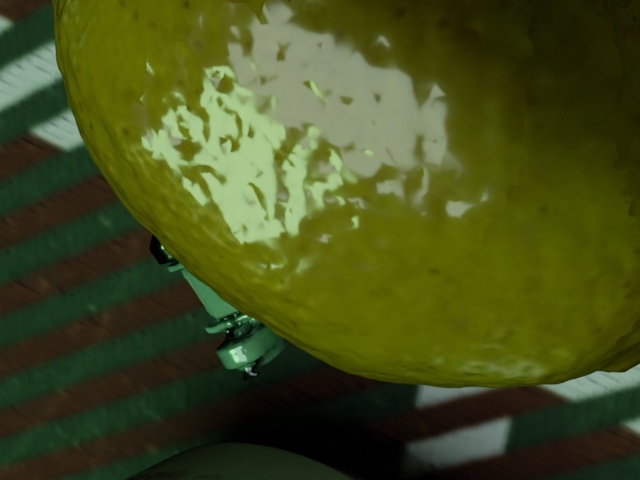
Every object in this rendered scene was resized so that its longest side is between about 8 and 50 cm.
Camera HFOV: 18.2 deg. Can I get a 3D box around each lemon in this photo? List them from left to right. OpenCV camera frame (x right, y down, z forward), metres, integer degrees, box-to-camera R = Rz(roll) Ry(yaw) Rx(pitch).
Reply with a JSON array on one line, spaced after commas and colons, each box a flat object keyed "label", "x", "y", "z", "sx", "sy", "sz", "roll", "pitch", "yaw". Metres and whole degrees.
[{"label": "lemon", "x": 0.031, "y": -0.060, "z": 0.612, "sx": 0.260, "sy": 0.204, "sz": 0.204, "roll": 33, "pitch": 135, "yaw": -3}]

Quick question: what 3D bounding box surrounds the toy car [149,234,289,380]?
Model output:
[{"label": "toy car", "x": 0.000, "y": 0.000, "z": 0.783, "sx": 0.143, "sy": 0.054, "sz": 0.073, "roll": -23, "pitch": 105, "yaw": 39}]

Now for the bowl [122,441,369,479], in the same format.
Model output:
[{"label": "bowl", "x": -0.016, "y": 0.182, "z": 0.866, "sx": 0.238, "sy": 0.126, "sz": 0.237, "roll": 19, "pitch": 129, "yaw": 25}]
